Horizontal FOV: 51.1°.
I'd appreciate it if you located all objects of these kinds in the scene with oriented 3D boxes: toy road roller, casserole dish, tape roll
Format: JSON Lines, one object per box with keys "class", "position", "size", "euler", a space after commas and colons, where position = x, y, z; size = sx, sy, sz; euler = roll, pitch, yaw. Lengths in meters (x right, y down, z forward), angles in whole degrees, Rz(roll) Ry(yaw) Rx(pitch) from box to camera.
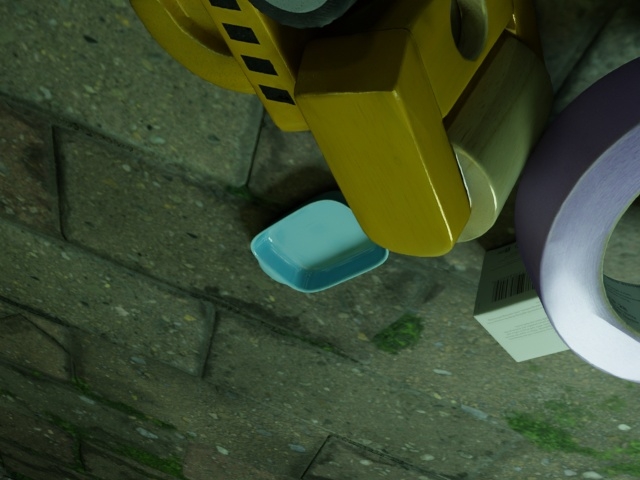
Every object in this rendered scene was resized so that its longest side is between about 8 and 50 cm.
{"class": "toy road roller", "position": [0.012, -0.161, 0.505], "size": [0.241, 0.202, 0.329], "euler": [5, 138, 41]}
{"class": "casserole dish", "position": [0.000, 0.000, 0.796], "size": [0.114, 0.037, 0.188], "euler": [42, 136, -22]}
{"class": "tape roll", "position": [0.303, -0.013, 0.534], "size": [0.275, 0.090, 0.274], "euler": [0, 122, 0]}

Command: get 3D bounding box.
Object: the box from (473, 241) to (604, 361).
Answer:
{"class": "box", "position": [0.231, 0.056, 0.703], "size": [0.101, 0.102, 0.087], "euler": [-27, 118, 40]}
